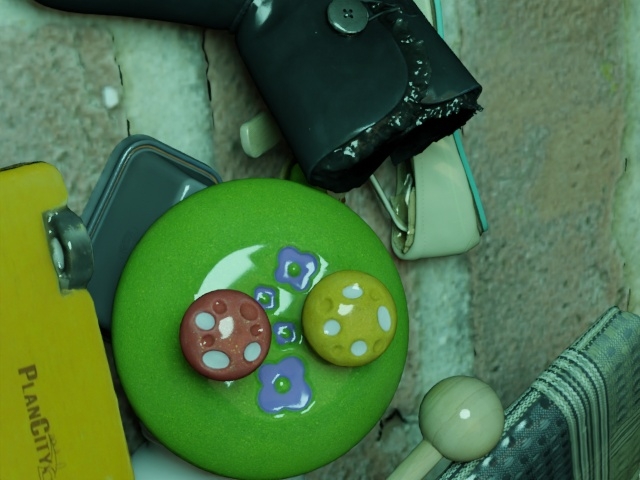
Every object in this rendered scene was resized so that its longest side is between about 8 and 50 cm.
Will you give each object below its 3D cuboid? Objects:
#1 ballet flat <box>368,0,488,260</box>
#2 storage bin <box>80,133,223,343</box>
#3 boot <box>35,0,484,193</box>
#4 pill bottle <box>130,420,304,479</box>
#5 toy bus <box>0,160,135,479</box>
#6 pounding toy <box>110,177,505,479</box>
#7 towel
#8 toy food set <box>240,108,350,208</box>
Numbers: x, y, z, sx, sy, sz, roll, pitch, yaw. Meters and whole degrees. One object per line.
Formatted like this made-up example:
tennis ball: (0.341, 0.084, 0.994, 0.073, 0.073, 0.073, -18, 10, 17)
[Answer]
ballet flat: (0.054, -0.098, 1.089, 0.086, 0.086, 0.248, -23, 112, -22)
storage bin: (-0.097, 0.013, 1.021, 0.098, 0.091, 0.135, 26, 89, -31)
boot: (-0.040, -0.125, 0.962, 0.246, 0.094, 0.207, -18, 71, -29)
pill bottle: (-0.068, 0.198, 1.062, 0.121, 0.121, 0.216, -9, 106, -26)
toy bus: (-0.183, 0.125, 0.956, 0.108, 0.130, 0.333, -17, 100, -31)
pounding toy: (-0.007, 0.071, 0.925, 0.183, 0.110, 0.237, -40, 96, -13)
towel: (0.113, 0.215, 1.126, 0.312, 0.056, 0.324, -45, 152, -15)
toy food set: (0.000, 0.000, 1.062, 0.132, 0.038, 0.192, -46, 130, -61)
